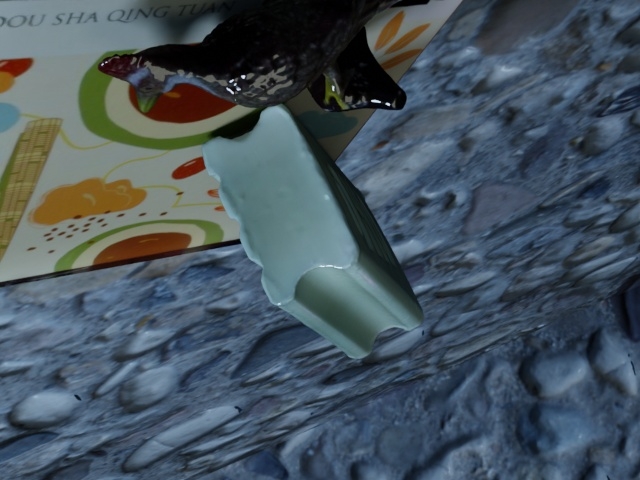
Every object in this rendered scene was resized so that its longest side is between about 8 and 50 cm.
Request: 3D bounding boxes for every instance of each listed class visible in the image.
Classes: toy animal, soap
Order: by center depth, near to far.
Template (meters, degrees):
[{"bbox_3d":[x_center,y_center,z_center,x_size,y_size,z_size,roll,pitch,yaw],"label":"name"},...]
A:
[{"bbox_3d":[-0.026,-0.102,0.753,0.202,0.070,0.105,-11,143,-30],"label":"toy animal"},{"bbox_3d":[0.000,0.000,0.932,0.066,0.119,0.198,-28,161,7],"label":"soap"}]

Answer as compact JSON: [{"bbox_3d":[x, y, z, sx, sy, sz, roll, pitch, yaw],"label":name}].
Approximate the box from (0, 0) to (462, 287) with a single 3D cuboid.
[{"bbox_3d":[-0.117,-0.117,0.854,0.344,0.122,0.385,-11,156,-34],"label":"box"}]
